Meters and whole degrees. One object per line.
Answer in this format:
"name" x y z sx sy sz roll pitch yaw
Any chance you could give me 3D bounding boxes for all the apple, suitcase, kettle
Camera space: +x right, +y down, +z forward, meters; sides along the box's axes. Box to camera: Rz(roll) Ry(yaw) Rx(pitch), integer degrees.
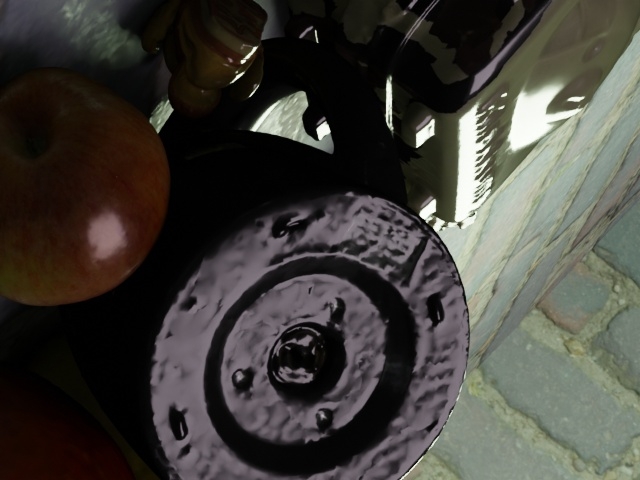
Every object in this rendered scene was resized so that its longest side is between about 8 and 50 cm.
"apple" -0.143 -0.027 1.069 0.126 0.126 0.102 -46 155 -14
"suitcase" 0.141 -0.193 1.404 0.339 0.194 0.351 -50 168 -10
"kettle" -0.049 0.005 1.230 0.268 0.207 0.290 -61 -150 3

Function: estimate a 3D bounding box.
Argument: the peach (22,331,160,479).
"peach" -0.091 0.179 1.441 0.315 0.314 0.281 -1 131 -50

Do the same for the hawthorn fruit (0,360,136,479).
"hawthorn fruit" -0.229 0.204 1.132 0.311 0.295 0.295 -46 168 -28

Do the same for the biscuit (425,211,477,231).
"biscuit" 0.106 -0.095 1.749 0.070 0.106 0.252 -7 159 -6

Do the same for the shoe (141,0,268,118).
"shoe" -0.070 -0.116 1.188 0.069 0.072 0.109 -57 -149 13
